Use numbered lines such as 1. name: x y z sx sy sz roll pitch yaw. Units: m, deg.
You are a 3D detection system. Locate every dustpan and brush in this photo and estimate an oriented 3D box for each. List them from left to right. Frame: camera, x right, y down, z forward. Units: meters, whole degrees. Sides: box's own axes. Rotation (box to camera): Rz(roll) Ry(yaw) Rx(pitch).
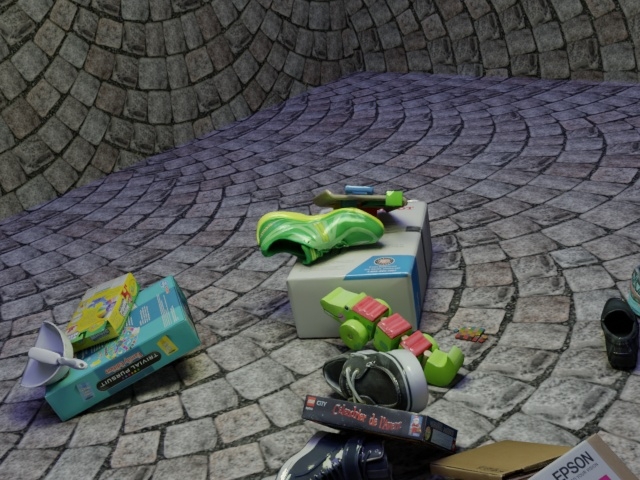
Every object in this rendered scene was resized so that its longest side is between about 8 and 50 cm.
1. dustpan and brush: -0.553 0.250 1.770 0.211 0.060 0.147 8 74 28

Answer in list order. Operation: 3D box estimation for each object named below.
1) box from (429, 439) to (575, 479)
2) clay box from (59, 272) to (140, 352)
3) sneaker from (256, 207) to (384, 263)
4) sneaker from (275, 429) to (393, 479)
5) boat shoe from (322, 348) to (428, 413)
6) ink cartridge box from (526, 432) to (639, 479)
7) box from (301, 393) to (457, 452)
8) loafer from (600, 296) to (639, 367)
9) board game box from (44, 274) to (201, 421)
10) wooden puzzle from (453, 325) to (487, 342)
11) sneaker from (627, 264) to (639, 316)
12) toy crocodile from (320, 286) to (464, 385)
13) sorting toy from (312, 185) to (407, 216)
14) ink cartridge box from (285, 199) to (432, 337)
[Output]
1. box: 0.295 0.353 1.349 0.164 0.021 0.201 -9 -5 -25
2. clay box: -0.498 0.170 1.908 0.127 0.053 0.222 -21 28 16
3. sneaker: 0.000 0.000 1.920 0.295 0.109 0.124 -3 55 7
4. sneaker: 0.027 0.399 1.410 0.163 0.086 0.226 0 25 30
5. boat shoe: 0.093 0.269 1.567 0.119 0.121 0.335 -10 -3 -18
6. ink cartridge box: 0.354 0.404 1.151 0.234 0.088 0.193 -23 58 -29
7. box: 0.105 0.323 1.482 0.233 0.044 0.159 4 -17 30
8. loafer: 0.604 0.169 1.693 0.076 0.078 0.223 -2 25 17
9. board game box: -0.450 0.234 1.900 0.336 0.079 0.254 -29 26 -4
10. wooden puzzle: 0.325 0.202 1.827 0.083 0.006 0.049 6 29 33
11. sneaker: 0.729 0.118 1.695 0.104 0.125 0.261 -25 27 -29
12. toy crocodile: 0.142 0.193 1.744 0.115 0.105 0.340 -29 50 -36
13. sorting toy: 0.090 -0.080 1.999 0.195 0.047 0.347 5 -5 -11
14. ink cartridge box: 0.110 0.061 2.035 0.285 0.166 0.395 -3 25 15
